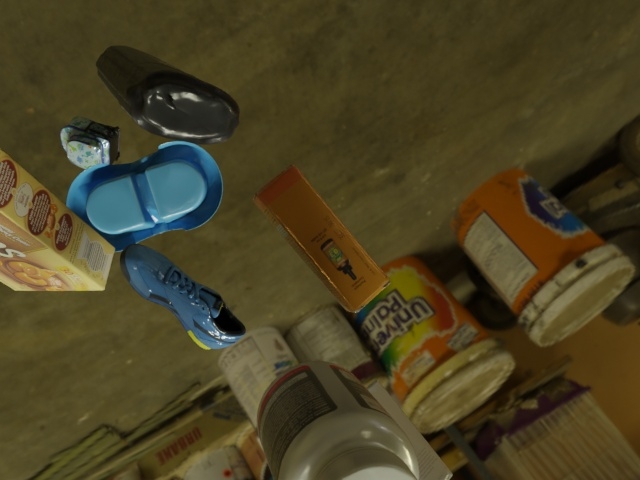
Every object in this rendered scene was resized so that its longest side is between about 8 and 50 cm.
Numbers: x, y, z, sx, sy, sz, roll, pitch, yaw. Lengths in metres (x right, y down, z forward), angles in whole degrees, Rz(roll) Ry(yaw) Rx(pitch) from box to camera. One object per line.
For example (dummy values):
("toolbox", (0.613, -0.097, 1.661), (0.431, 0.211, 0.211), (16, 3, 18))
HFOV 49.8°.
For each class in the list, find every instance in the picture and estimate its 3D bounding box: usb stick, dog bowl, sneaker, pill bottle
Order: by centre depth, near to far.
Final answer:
("usb stick", (-0.134, -0.125, 0.562), (0.077, 0.278, 0.045), (9, 104, -25))
("pill bottle", (0.023, 0.283, 0.897), (0.176, 0.176, 0.318), (-32, -168, -7))
("sneaker", (-0.187, 0.073, 0.972), (0.082, 0.069, 0.209), (-21, 122, 38))
("dog bowl", (-0.324, -0.083, 1.305), (0.297, 0.166, 0.074), (-17, -177, 3))

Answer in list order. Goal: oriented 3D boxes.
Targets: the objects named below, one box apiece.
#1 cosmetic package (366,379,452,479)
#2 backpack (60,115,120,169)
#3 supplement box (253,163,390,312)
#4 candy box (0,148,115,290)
("cosmetic package", (0.129, 0.396, 1.308), (0.117, 0.231, 0.085), (-26, 163, -48))
("backpack", (-0.504, -0.209, 1.494), (0.105, 0.114, 0.084), (110, 3, -49))
("supplement box", (0.000, 0.000, 1.051), (0.078, 0.233, 0.080), (-40, -179, -12))
("candy box", (-0.480, -0.020, 1.055), (0.182, 0.088, 0.316), (-2, 152, 15))
